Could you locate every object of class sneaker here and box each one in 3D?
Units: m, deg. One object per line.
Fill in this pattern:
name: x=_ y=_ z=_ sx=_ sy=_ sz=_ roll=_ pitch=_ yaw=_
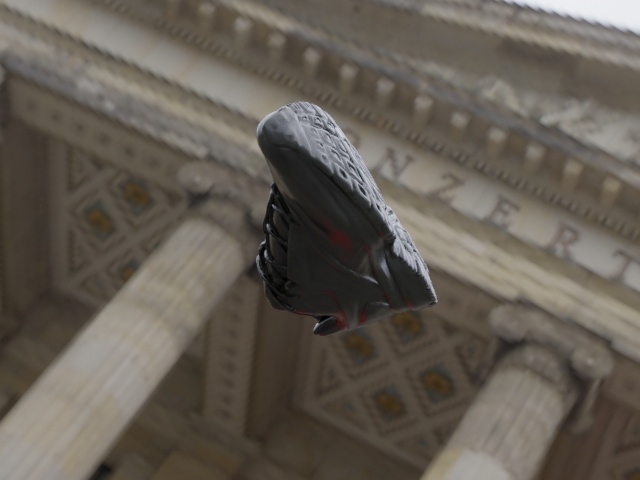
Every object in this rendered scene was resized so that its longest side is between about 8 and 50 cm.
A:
sneaker: x=0.000 y=0.000 z=1.365 sx=0.130 sy=0.109 sz=0.286 roll=-27 pitch=-39 yaw=5
